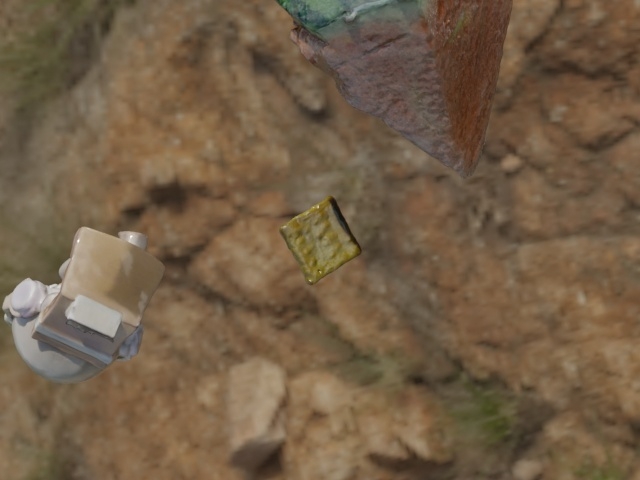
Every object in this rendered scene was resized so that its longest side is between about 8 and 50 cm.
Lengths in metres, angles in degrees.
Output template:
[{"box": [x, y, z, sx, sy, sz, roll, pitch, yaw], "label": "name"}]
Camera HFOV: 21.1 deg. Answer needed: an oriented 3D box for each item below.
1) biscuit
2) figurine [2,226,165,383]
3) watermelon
[{"box": [0.000, 0.000, 2.043, 0.083, 0.081, 0.018, 61, 161, -15], "label": "biscuit"}, {"box": [-0.270, 0.081, 1.925, 0.237, 0.162, 0.141, 133, 154, -56], "label": "figurine"}, {"box": [0.117, -0.241, 1.775, 0.292, 0.283, 0.250, 38, 113, -10], "label": "watermelon"}]
